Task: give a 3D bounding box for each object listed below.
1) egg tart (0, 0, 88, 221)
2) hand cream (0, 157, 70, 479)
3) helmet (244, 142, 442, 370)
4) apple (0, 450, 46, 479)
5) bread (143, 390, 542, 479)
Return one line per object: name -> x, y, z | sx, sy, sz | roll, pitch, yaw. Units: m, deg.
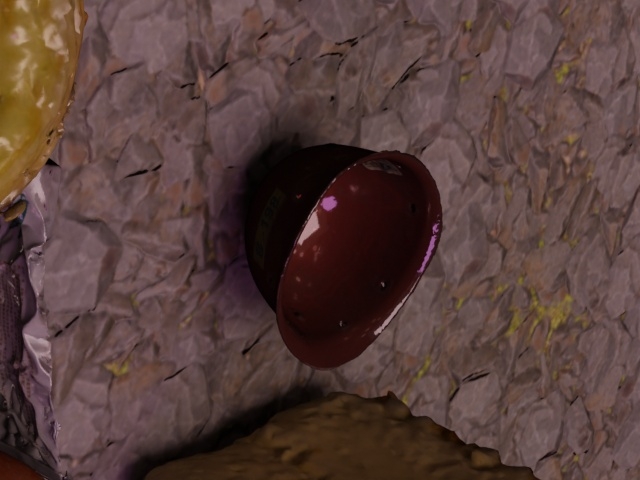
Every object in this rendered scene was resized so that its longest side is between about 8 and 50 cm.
egg tart -> -0.281, -0.131, 1.085 | 0.315, 0.120, 0.315 | 2, 87, -37
hand cream -> -0.200, 0.036, 1.309 | 0.050, 0.084, 0.257 | -14, 114, -50
helmet -> 0.000, 0.000, 1.471 | 0.155, 0.106, 0.175 | -7, 114, -42
apple -> -0.253, 0.217, 1.265 | 0.168, 0.181, 0.181 | -56, 142, -44
bread -> 0.032, 0.354, 1.471 | 0.279, 0.371, 0.390 | -10, 118, -47
